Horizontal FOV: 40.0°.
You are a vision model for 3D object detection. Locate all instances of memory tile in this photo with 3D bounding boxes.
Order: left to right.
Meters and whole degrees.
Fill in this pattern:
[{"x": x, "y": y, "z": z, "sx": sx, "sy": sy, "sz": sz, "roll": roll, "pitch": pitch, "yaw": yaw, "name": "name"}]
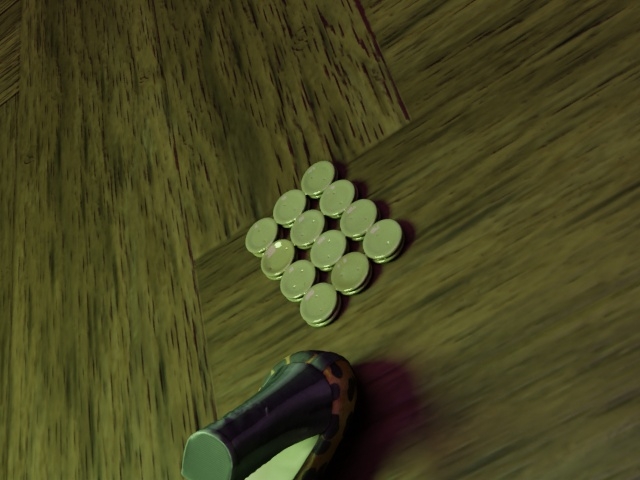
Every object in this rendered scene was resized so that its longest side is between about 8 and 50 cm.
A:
[{"x": 0.000, "y": 0.000, "z": 0.759, "sx": 0.113, "sy": 0.012, "sz": 0.148, "roll": -46, "pitch": 44, "yaw": 3, "name": "memory tile"}]

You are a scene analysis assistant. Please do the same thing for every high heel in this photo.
[{"x": -0.053, "y": 0.204, "z": 0.639, "sx": 0.093, "sy": 0.186, "sz": 0.261, "roll": 32, "pitch": 116, "yaw": 20, "name": "high heel"}]
